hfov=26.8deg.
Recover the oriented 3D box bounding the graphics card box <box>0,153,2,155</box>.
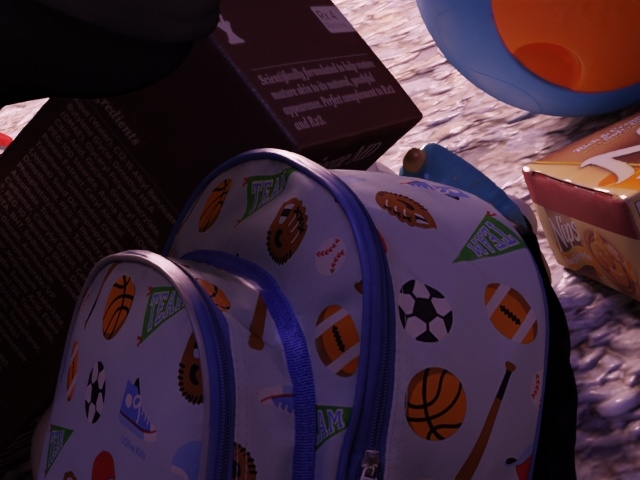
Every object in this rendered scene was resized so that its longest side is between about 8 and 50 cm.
[{"bbox_3d":[-0.247,-0.053,1.334,0.371,0.094,0.233,-19,1,7],"label":"graphics card box"}]

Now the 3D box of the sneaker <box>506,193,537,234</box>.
[{"bbox_3d":[0.052,0.039,0.987,0.217,0.079,0.121,-13,35,23],"label":"sneaker"}]

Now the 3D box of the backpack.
[{"bbox_3d":[-0.013,0.089,0.644,0.213,0.263,0.276,16,-1,-36],"label":"backpack"}]

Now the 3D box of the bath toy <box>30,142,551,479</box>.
[{"bbox_3d":[-0.017,0.090,0.861,0.348,0.129,0.151,-34,63,-15],"label":"bath toy"}]

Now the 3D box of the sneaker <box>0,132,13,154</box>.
[{"bbox_3d":[-0.383,-0.118,1.384,0.107,0.118,0.279,-20,0,0],"label":"sneaker"}]

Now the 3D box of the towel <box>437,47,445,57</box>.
[{"bbox_3d":[0.233,-0.236,1.467,0.197,0.029,0.144,-26,22,-7],"label":"towel"}]

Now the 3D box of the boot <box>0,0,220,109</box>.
[{"bbox_3d":[-0.219,0.020,0.696,0.146,0.445,0.367,13,16,-32],"label":"boot"}]

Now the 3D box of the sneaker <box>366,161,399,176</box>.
[{"bbox_3d":[0.000,0.000,1.113,0.212,0.094,0.080,-31,44,48],"label":"sneaker"}]

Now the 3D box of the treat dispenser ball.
[{"bbox_3d":[0.222,-0.253,1.180,0.288,0.288,0.288,-19,23,8],"label":"treat dispenser ball"}]

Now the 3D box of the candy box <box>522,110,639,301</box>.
[{"bbox_3d":[0.319,-0.070,0.921,0.316,0.087,0.183,-26,13,-7],"label":"candy box"}]

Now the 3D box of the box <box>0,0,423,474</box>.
[{"bbox_3d":[-0.132,-0.001,0.889,0.381,0.143,0.191,-45,-11,27],"label":"box"}]

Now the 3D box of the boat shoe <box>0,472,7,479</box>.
[{"bbox_3d":[-0.297,0.183,0.957,0.069,0.081,0.228,-11,22,31],"label":"boat shoe"}]
